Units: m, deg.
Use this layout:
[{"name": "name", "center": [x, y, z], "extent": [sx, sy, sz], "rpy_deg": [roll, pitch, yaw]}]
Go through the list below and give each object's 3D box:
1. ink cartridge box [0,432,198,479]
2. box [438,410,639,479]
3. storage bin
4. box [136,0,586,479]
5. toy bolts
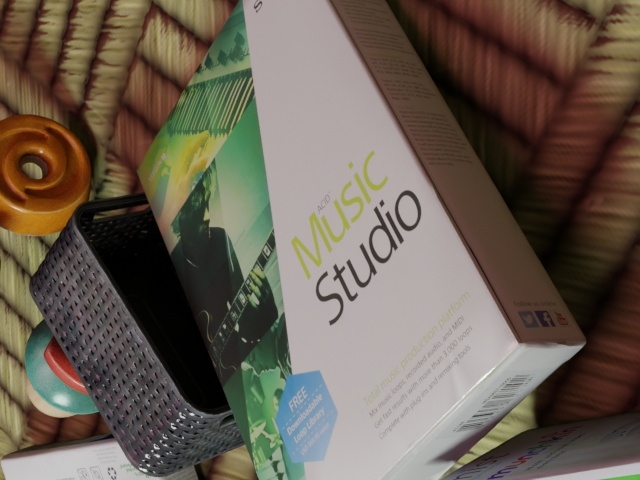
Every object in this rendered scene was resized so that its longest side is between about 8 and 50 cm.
[{"name": "ink cartridge box", "center": [-0.165, 0.271, 1.006], "extent": [0.223, 0.045, 0.224], "rpy_deg": [-15, 90, 43]}, {"name": "box", "center": [0.204, 0.218, 0.610], "extent": [0.231, 0.126, 0.262], "rpy_deg": [-18, 88, 41]}, {"name": "storage bin", "center": [-0.107, 0.061, 0.855], "extent": [0.180, 0.122, 0.084], "rpy_deg": [55, 129, 18]}, {"name": "box", "center": [0.000, 0.000, 0.740], "extent": [0.232, 0.058, 0.322], "rpy_deg": [-52, 49, 36]}, {"name": "toy bolts", "center": [-0.241, 0.041, 0.973], "extent": [0.228, 0.218, 0.158], "rpy_deg": [36, 143, -8]}]
